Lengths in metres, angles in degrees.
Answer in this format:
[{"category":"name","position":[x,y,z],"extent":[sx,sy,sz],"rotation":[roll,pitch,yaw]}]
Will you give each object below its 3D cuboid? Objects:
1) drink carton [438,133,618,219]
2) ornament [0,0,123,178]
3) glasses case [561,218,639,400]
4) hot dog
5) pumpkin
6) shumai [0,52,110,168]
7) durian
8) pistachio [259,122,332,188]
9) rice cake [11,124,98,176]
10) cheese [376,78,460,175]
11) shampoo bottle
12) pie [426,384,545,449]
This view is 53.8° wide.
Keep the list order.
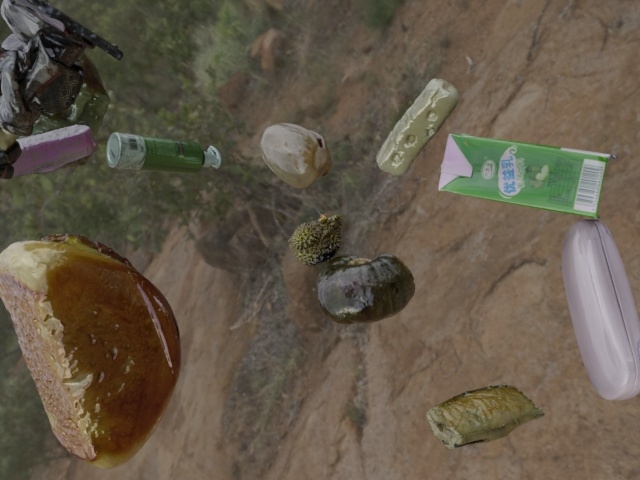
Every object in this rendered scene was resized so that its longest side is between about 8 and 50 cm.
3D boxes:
[{"category":"drink carton","position":[0.350,-0.115,1.086],"extent":[0.161,0.270,0.108],"rotation":[-16,-63,-73]},{"category":"ornament","position":[-0.326,-0.162,0.659],"extent":[0.196,0.153,0.166],"rotation":[-59,29,5]},{"category":"glasses case","position":[0.450,0.106,1.014],"extent":[0.113,0.075,0.297],"rotation":[95,174,-62]},{"category":"hot dog","position":[-0.375,0.168,1.081],"extent":[0.185,0.406,0.223],"rotation":[4,24,45]},{"category":"pumpkin","position":[0.111,0.180,1.969],"extent":[0.324,0.242,0.232],"rotation":[-6,22,43]},{"category":"shumai","position":[-0.526,-0.256,1.129],"extent":[0.225,0.260,0.222],"rotation":[45,122,48]},{"category":"durian","position":[0.000,0.000,2.056],"extent":[0.237,0.193,0.138],"rotation":[116,132,-66]},{"category":"pistachio","position":[-0.058,-0.195,1.423],"extent":[0.206,0.129,0.131],"rotation":[35,98,46]},{"category":"rice cake","position":[-0.390,-0.107,0.803],"extent":[0.036,0.206,0.047],"rotation":[56,150,28]},{"category":"cheese","position":[0.158,-0.185,1.051],"extent":[0.194,0.064,0.043],"rotation":[-55,9,42]},{"category":"shampoo bottle","position":[-0.267,-0.151,1.106],"extent":[0.065,0.204,0.065],"rotation":[0,90,49]},{"category":"pie","position":[0.362,0.375,1.372],"extent":[0.128,0.282,0.069],"rotation":[38,126,50]}]
